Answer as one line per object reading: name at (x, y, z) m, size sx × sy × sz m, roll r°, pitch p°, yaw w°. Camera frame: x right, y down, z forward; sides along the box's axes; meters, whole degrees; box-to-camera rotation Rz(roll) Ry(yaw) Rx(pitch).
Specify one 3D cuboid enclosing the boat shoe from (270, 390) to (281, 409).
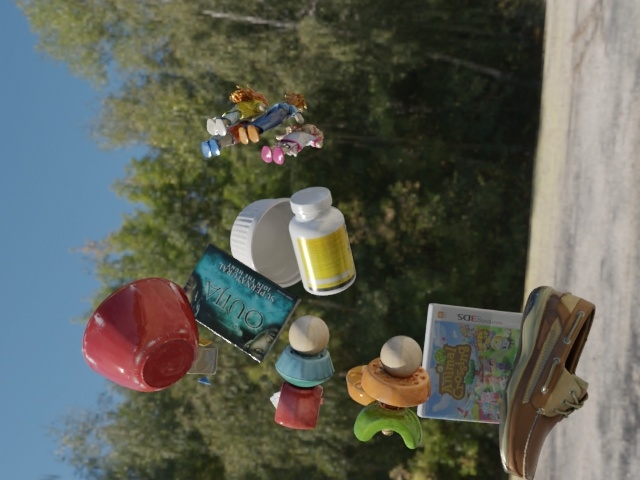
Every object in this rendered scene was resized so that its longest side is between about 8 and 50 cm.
boat shoe at (-0.070, 0.301, 1.599) m, size 0.035 × 0.035 × 0.100 m, roll 63°, pitch 156°, yaw 13°

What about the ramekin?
ramekin at (-0.113, 0.000, 1.987) m, size 0.207 × 0.109 × 0.207 m, roll -10°, pitch -75°, yaw -41°

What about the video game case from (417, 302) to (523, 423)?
video game case at (0.286, 0.234, 1.609) m, size 0.023 × 0.193 × 0.213 m, roll 174°, pitch 103°, yaw -76°

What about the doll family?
doll family at (-0.112, -0.241, 1.672) m, size 0.163 × 0.262 × 0.118 m, roll -39°, pitch -51°, yaw -42°

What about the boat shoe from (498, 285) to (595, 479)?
boat shoe at (0.381, 0.238, 1.414) m, size 0.122 × 0.119 × 0.324 m, roll 25°, pitch -104°, yaw -60°

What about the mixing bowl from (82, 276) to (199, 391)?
mixing bowl at (-0.250, 0.157, 1.266) m, size 0.181 × 0.098 × 0.182 m, roll -24°, pitch -47°, yaw -28°

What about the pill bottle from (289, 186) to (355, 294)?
pill bottle at (0.000, 0.000, 1.561) m, size 0.103 × 0.103 × 0.184 m, roll -71°, pitch -29°, yaw -60°

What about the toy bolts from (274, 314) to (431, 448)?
toy bolts at (0.048, 0.186, 1.286) m, size 0.218 × 0.228 × 0.159 m, roll -84°, pitch 1°, yaw -72°

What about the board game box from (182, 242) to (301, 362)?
board game box at (-0.142, 0.105, 1.438) m, size 0.126 × 0.186 × 0.026 m, roll -60°, pitch -15°, yaw 2°

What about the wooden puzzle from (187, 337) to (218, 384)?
wooden puzzle at (-0.284, 0.290, 2.053) m, size 0.014 × 0.078 × 0.116 m, roll 88°, pitch -170°, yaw -59°
